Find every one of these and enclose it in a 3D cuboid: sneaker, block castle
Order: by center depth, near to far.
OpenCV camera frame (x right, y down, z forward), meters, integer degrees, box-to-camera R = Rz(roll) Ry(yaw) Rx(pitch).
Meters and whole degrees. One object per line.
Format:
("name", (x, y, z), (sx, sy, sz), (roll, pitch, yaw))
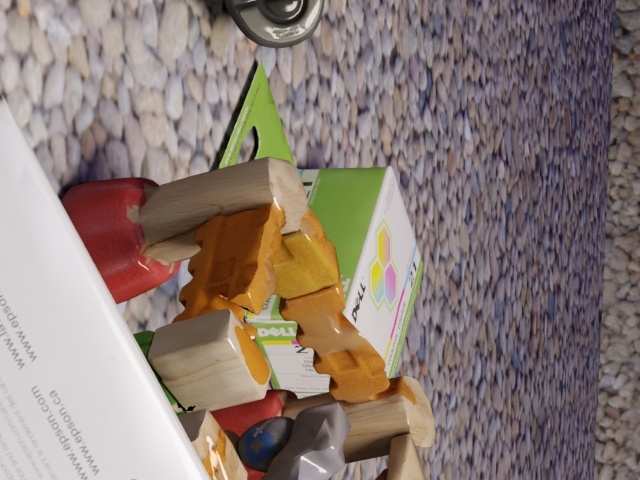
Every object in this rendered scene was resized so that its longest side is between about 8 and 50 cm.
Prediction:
("block castle", (-0.091, 0.192, 1.045), (0.303, 0.213, 0.453), (59, 28, -34))
("sneaker", (-0.066, -0.280, 1.327), (0.106, 0.101, 0.267), (-156, -124, -80))

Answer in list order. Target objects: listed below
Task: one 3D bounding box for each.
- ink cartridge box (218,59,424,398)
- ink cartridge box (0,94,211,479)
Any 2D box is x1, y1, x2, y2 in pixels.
("ink cartridge box", (0.000, 0.000, 1.450), (0.255, 0.097, 0.189), (71, 27, -42))
("ink cartridge box", (-0.197, 0.158, 0.689), (0.330, 0.071, 0.324), (-33, 108, -22))
